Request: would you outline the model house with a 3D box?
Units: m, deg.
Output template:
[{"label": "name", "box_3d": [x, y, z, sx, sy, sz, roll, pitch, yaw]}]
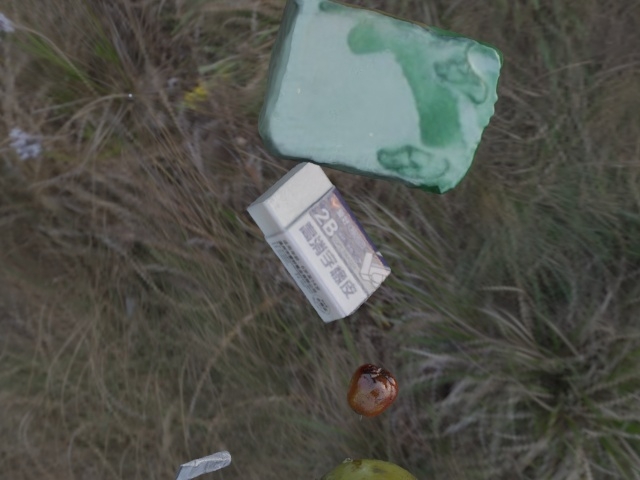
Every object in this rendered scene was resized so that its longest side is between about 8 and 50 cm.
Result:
[{"label": "model house", "box_3d": [0.051, -0.198, 1.491, 0.267, 0.325, 0.194, 13, 101, -12]}]

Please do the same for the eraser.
[{"label": "eraser", "box_3d": [0.000, 0.000, 1.707, 0.124, 0.068, 0.210, -43, 104, -32]}]

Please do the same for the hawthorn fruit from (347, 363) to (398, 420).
[{"label": "hawthorn fruit", "box_3d": [0.073, 0.215, 1.670, 0.077, 0.077, 0.077, -1, 97, -9]}]

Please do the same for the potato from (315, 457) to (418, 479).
[{"label": "potato", "box_3d": [0.091, 0.393, 1.330, 0.307, 0.173, 0.210, 41, 83, -2]}]

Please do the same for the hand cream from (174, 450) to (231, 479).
[{"label": "hand cream", "box_3d": [-0.144, 0.274, 1.418, 0.093, 0.019, 0.030, -6, 126, -49]}]
